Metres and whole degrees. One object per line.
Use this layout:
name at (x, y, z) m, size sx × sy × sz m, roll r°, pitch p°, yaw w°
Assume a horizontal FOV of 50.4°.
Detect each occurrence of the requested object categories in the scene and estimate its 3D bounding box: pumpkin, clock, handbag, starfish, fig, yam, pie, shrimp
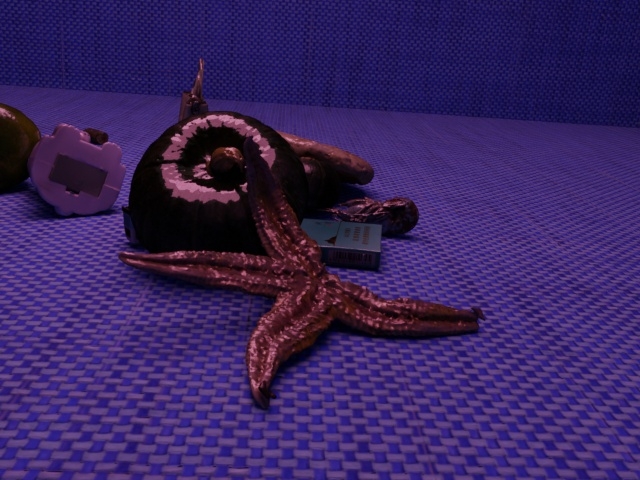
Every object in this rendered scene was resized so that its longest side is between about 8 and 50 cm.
pumpkin at (-0.036, -0.122, 1.501) m, size 0.167 × 0.125 × 0.167 m, roll -2°, pitch 8°, yaw 0°
clock at (-0.542, -0.156, 1.454) m, size 0.189 × 0.189 × 0.254 m, roll -7°, pitch 15°, yaw -30°
handbag at (-0.289, -0.235, 1.484) m, size 0.109 × 0.315 × 0.241 m, roll -3°, pitch 19°, yaw -13°
starfish at (-0.024, 0.046, 0.931) m, size 0.384 × 0.132 × 0.398 m, roll -22°, pitch 68°, yaw -46°
fig at (-0.740, -0.217, 1.546) m, size 0.203 × 0.203 × 0.235 m, roll -3°, pitch 9°, yaw -22°
yam at (-0.693, -0.321, 2.091) m, size 0.094 × 0.043 × 0.043 m, roll 21°, pitch 24°, yaw 38°
pie at (-0.022, -0.198, 1.686) m, size 0.339 × 0.077 × 0.339 m, roll 11°, pitch -5°, yaw 1°
shrimp at (0.089, -0.056, 1.413) m, size 0.233 × 0.079 × 0.090 m, roll 5°, pitch 13°, yaw 19°
pumpkin at (-0.170, -0.080, 1.132) m, size 0.300 × 0.207 × 0.300 m, roll 2°, pitch 59°, yaw -3°

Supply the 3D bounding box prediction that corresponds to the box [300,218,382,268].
box at (-0.001, 0.000, 1.271) m, size 0.229 × 0.041 × 0.162 m, roll 5°, pitch 18°, yaw 5°

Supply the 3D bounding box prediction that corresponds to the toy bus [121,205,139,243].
toy bus at (-0.296, -0.033, 1.249) m, size 0.123 × 0.075 × 0.060 m, roll -6°, pitch 16°, yaw -31°
